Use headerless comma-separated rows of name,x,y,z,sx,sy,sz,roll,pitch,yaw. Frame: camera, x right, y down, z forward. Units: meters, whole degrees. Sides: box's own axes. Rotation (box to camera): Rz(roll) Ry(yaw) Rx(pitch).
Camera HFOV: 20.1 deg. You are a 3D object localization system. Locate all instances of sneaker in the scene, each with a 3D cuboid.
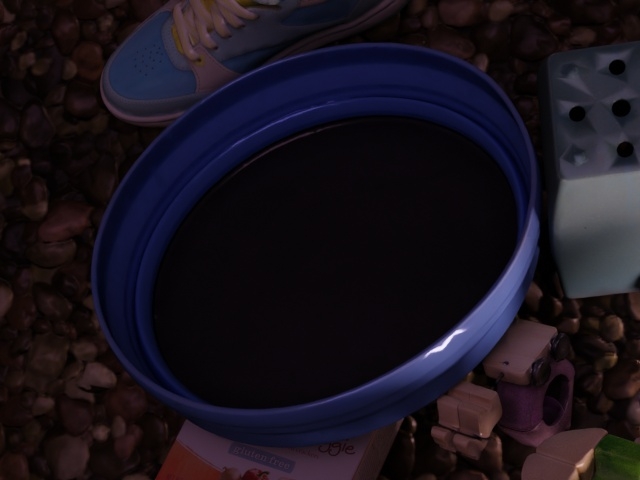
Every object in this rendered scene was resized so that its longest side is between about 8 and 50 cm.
sneaker,-0.083,-0.223,1.598,0.319,0.208,0.127,-29,70,8

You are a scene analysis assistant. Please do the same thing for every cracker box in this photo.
cracker box,-0.017,0.143,1.516,0.155,0.067,0.232,16,60,19

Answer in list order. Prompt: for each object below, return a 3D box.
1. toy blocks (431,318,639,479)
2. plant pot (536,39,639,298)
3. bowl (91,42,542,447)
toy blocks,0.229,0.266,1.385,0.309,0.260,0.288,14,47,37
plant pot,0.253,-0.066,1.443,0.165,0.234,0.166,-7,74,14
bowl,0.000,0.000,1.509,0.391,0.077,0.391,-12,48,14
